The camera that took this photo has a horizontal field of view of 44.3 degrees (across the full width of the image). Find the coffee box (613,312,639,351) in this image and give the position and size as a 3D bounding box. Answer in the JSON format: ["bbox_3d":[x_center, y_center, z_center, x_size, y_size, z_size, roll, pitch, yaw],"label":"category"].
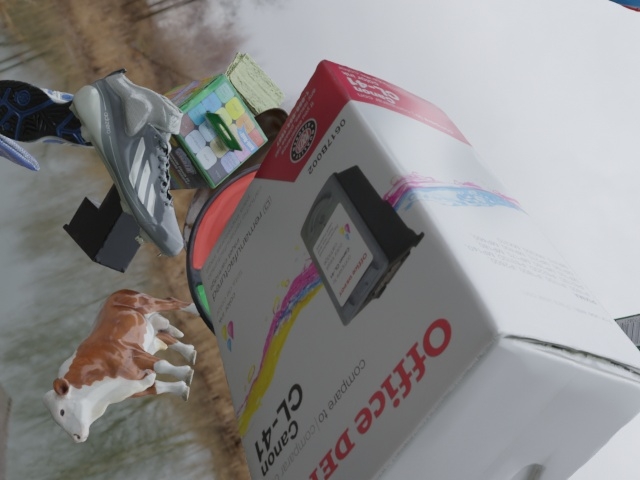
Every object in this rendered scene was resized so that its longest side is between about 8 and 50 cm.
[{"bbox_3d":[0.294,0.115,0.757,0.184,0.113,0.040,-30,-139,57],"label":"coffee box"}]

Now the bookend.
[{"bbox_3d":[-0.388,-0.047,1.471,0.072,0.156,0.157,28,4,-45],"label":"bookend"}]

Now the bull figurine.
[{"bbox_3d":[-0.278,0.170,1.150,0.310,0.189,0.101,-91,-166,-60],"label":"bull figurine"}]

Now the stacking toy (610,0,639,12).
[{"bbox_3d":[0.535,-0.472,1.347,0.302,0.175,0.165,-72,171,-75],"label":"stacking toy"}]

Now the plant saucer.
[{"bbox_3d":[-0.139,-0.096,1.414,0.050,0.310,0.310,34,10,-29],"label":"plant saucer"}]

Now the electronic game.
[{"bbox_3d":[-0.025,0.022,0.824,0.229,0.229,0.048,64,-15,11],"label":"electronic game"}]

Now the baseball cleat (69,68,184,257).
[{"bbox_3d":[-0.181,-0.084,0.846,0.205,0.110,0.072,61,2,-18],"label":"baseball cleat"}]

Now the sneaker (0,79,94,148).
[{"bbox_3d":[-0.349,-0.158,1.045,0.081,0.211,0.080,8,98,-81],"label":"sneaker"}]

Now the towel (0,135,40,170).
[{"bbox_3d":[-0.611,-0.191,1.153,0.336,0.040,0.243,19,-11,10],"label":"towel"}]

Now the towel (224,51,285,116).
[{"bbox_3d":[-0.147,-0.334,1.728,0.148,0.110,0.027,43,-38,-23],"label":"towel"}]

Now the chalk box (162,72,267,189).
[{"bbox_3d":[-0.187,-0.168,1.230,0.213,0.132,0.132,2,-49,51],"label":"chalk box"}]

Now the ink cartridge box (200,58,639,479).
[{"bbox_3d":[0.038,0.049,0.545,0.131,0.226,0.306,19,28,-29],"label":"ink cartridge box"}]
